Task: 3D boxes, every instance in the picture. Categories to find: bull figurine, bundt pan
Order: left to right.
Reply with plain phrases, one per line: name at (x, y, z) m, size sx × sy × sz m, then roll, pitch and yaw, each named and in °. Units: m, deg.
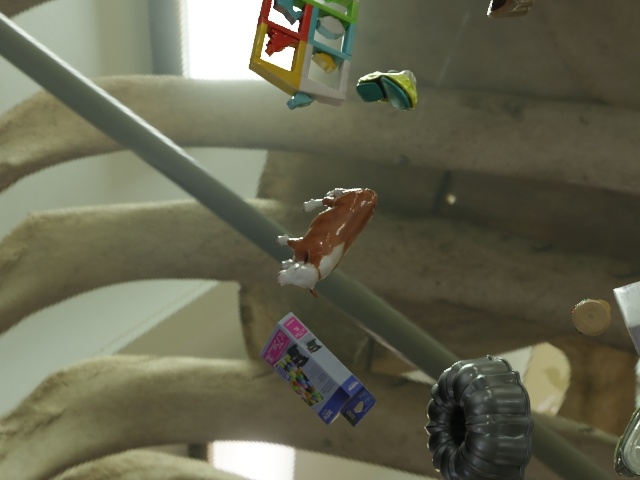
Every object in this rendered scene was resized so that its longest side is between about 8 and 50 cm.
bull figurine at (0.000, 0.000, 1.930) m, size 0.310 × 0.188 × 0.101 m, roll -46°, pitch -59°, yaw -25°
bundt pan at (0.343, 0.427, 2.046) m, size 0.124 × 0.331 × 0.330 m, roll 5°, pitch -63°, yaw -21°

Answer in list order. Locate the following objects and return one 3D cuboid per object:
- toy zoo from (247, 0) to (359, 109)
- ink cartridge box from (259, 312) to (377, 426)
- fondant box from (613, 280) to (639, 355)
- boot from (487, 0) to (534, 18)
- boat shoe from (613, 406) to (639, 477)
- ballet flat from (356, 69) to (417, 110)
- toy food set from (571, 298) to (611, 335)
toy zoo at (-0.029, -0.372, 1.672) m, size 0.030 × 0.192 × 0.293 m, roll -36°, pitch 40°, yaw 55°
ink cartridge box at (-0.010, 0.344, 2.256) m, size 0.065 × 0.311 × 0.185 m, roll -40°, pitch -12°, yaw -36°
fondant box at (0.958, 0.162, 2.333) m, size 0.096 × 0.330 × 0.238 m, roll 64°, pitch -163°, yaw -16°
boot at (0.464, -0.655, 2.170) m, size 0.248 × 0.090 × 0.206 m, roll -164°, pitch 69°, yaw -82°
boat shoe at (0.730, 0.388, 1.926) m, size 0.305 × 0.109 × 0.091 m, roll -44°, pitch -11°, yaw -27°
ballet flat at (0.149, -0.313, 1.806) m, size 0.077 × 0.231 × 0.077 m, roll -33°, pitch -68°, yaw -13°
toy food set at (0.590, 0.167, 1.948) m, size 0.020 × 0.083 × 0.083 m, roll 52°, pitch -139°, yaw -68°
